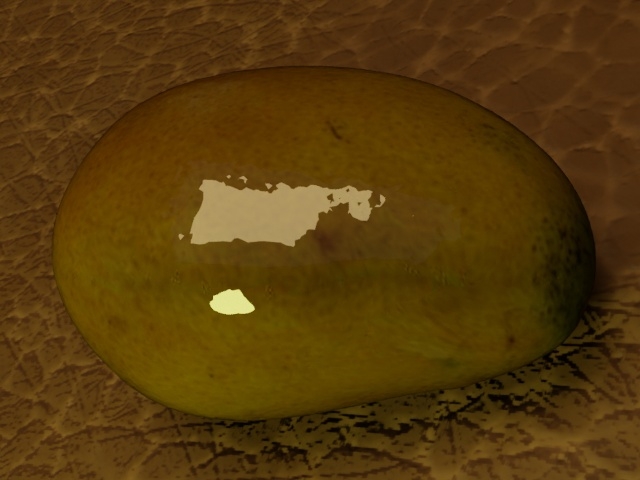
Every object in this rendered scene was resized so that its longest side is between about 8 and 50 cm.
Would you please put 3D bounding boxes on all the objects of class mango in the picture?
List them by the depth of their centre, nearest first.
[{"bbox_3d":[0.000,0.000,0.906,0.378,0.221,0.264,3,47,23],"label":"mango"}]
